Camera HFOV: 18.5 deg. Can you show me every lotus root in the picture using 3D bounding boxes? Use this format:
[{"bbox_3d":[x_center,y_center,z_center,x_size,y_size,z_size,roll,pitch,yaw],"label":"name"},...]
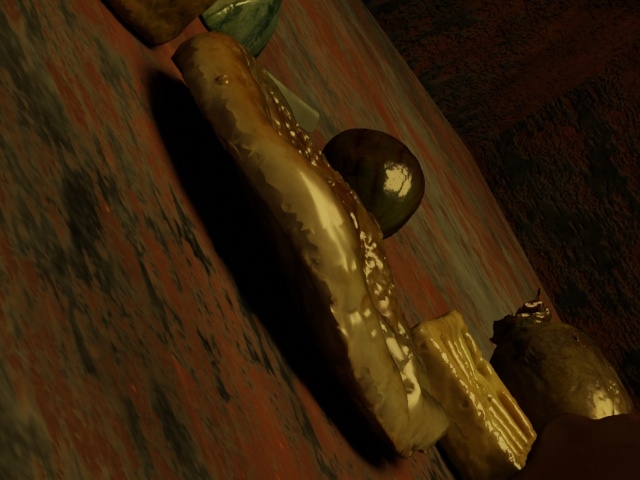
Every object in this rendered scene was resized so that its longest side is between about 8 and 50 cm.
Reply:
[{"bbox_3d":[0.263,0.169,2.271,0.154,0.154,0.278,48,14,-50],"label":"lotus root"}]

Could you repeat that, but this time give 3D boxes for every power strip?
[{"bbox_3d":[-0.054,-0.133,1.787,0.060,0.027,0.253,17,-4,17],"label":"power strip"}]

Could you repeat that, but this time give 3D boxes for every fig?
[{"bbox_3d":[0.041,-0.042,1.925,0.154,0.109,0.103,-64,143,-47],"label":"fig"}]

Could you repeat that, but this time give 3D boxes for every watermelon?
[{"bbox_3d":[-0.088,-0.234,1.996,0.094,0.081,0.180,32,6,-4],"label":"watermelon"}]

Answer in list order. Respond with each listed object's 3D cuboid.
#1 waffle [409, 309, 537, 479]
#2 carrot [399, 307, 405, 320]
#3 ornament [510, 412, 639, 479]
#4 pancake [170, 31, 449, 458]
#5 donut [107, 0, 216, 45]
[{"bbox_3d":[0.139,0.151,1.894,0.168,0.057,0.274,59,9,4],"label":"waffle"},{"bbox_3d":[0.053,0.057,1.818,0.035,0.036,0.165,61,7,17],"label":"carrot"},{"bbox_3d":[0.283,0.290,1.737,0.217,0.221,0.235,56,16,-45],"label":"ornament"},{"bbox_3d":[0.000,-0.001,1.552,0.387,0.082,0.387,59,5,-9],"label":"pancake"},{"bbox_3d":[-0.161,-0.304,1.613,0.303,0.110,0.303,57,9,-15],"label":"donut"}]
